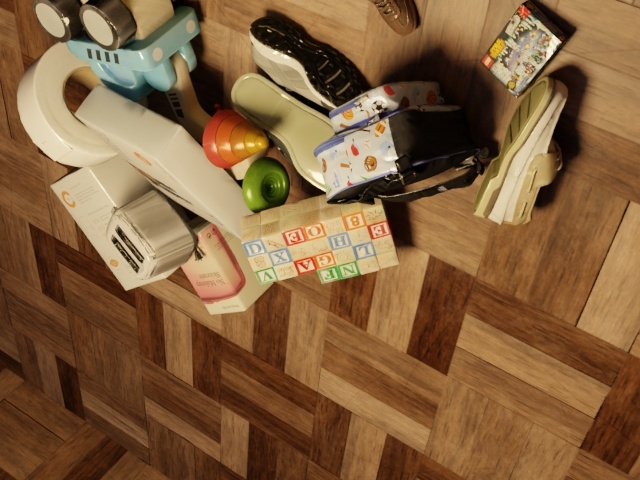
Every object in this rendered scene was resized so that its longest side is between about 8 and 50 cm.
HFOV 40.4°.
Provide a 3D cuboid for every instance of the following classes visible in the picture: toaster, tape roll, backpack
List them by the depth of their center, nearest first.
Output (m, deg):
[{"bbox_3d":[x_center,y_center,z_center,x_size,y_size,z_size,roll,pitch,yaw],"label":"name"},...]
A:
[{"bbox_3d":[0.120,-0.168,1.582,0.263,0.276,0.213,-27,76,40],"label":"backpack"},{"bbox_3d":[-0.545,-0.315,2.004,0.100,0.286,0.286,-17,111,46],"label":"tape roll"},{"bbox_3d":[-0.403,-0.004,2.069,0.227,0.146,0.129,50,137,12],"label":"toaster"}]

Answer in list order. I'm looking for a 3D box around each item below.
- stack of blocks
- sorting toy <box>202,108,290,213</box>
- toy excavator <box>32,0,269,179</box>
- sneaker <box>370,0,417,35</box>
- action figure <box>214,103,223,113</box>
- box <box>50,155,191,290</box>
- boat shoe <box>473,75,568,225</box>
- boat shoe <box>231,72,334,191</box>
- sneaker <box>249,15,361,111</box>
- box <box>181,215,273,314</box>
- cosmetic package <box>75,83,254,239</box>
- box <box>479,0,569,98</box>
[{"bbox_3d":[0.000,0.000,1.816,0.297,0.087,0.171,-15,131,6],"label":"stack of blocks"},{"bbox_3d":[-0.090,-0.123,1.805,0.126,0.127,0.365,10,149,43],"label":"sorting toy"},{"bbox_3d":[-0.333,-0.363,1.864,0.432,0.222,0.445,17,142,32],"label":"toy excavator"},{"bbox_3d":[0.099,-0.434,1.517,0.066,0.071,0.188,-15,112,46],"label":"sneaker"},{"bbox_3d":[-0.207,-0.258,1.963,0.038,0.030,0.115,-25,101,43],"label":"action figure"},{"bbox_3d":[-0.501,-0.068,2.267,0.215,0.168,0.345,-16,112,47],"label":"box"},{"bbox_3d":[0.368,-0.150,1.515,0.103,0.113,0.302,19,135,-1],"label":"boat shoe"},{"bbox_3d":[-0.032,-0.216,1.789,0.340,0.113,0.127,37,103,10],"label":"boat shoe"},{"bbox_3d":[-0.028,-0.330,1.710,0.271,0.100,0.108,40,151,14],"label":"sneaker"},{"bbox_3d":[-0.253,0.056,2.192,0.148,0.127,0.232,-11,115,44],"label":"box"},{"bbox_3d":[-0.326,-0.167,1.925,0.284,0.097,0.377,26,168,34],"label":"cosmetic package"},{"bbox_3d":[0.335,-0.315,1.441,0.094,0.027,0.137,48,141,13],"label":"box"}]
